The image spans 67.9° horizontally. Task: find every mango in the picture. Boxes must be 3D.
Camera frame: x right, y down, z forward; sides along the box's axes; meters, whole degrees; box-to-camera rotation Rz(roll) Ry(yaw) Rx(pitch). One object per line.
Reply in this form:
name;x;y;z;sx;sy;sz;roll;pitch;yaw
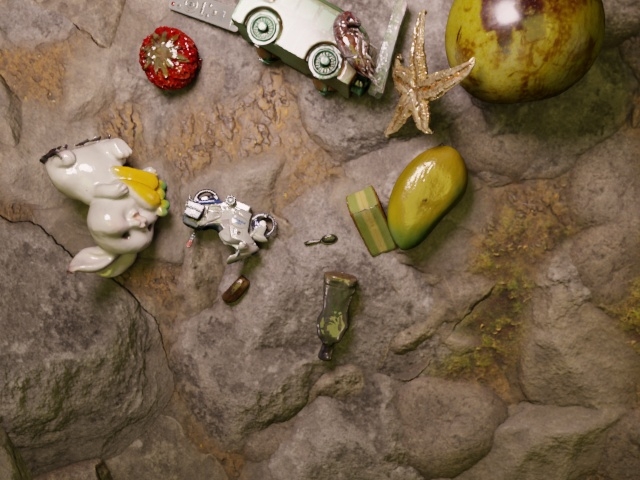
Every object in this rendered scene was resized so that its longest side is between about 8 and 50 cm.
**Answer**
mango;0.223;-0.098;1.036;0.137;0.091;0.237;41;94;0

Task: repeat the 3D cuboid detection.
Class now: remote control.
remote control;-0.260;-0.525;1.086;0.184;0.027;0.050;23;100;9

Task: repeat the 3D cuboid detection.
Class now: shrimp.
shrimp;0.077;-0.366;0.921;0.065;0.056;0.165;-34;95;-6

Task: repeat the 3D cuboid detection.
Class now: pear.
pear;0.373;-0.393;0.883;0.283;0.283;0.284;1;99;8

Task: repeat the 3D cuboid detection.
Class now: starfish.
starfish;0.197;-0.328;0.952;0.047;0.295;0.231;-6;82;-21

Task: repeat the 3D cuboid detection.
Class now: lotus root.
lotus root;-0.210;0.125;1.171;0.037;0.030;0.083;44;103;-1

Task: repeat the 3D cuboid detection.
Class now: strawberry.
strawberry;-0.349;-0.416;1.085;0.145;0.086;0.145;1;99;6

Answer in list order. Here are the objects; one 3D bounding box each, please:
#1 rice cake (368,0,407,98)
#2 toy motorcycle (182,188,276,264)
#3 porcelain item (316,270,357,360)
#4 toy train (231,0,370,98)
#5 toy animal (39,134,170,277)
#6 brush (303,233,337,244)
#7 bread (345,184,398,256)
rice cake;0.147;-0.412;1.019;0.034;0.043;0.211;16;94;1
toy motorcycle;-0.226;-0.028;1.122;0.221;0.102;0.150;23;80;2
porcelain item;0.033;0.184;1.123;0.081;0.069;0.216;9;99;3
toy train;-0.027;-0.428;1.015;0.326;0.129;0.159;31;96;3
toy animal;-0.501;-0.077;1.116;0.247;0.183;0.310;-23;100;16
brush;0.000;0.000;1.132;0.083;0.008;0.024;-10;100;10
bread;0.121;-0.042;1.106;0.074;0.084;0.139;-24;125;11
